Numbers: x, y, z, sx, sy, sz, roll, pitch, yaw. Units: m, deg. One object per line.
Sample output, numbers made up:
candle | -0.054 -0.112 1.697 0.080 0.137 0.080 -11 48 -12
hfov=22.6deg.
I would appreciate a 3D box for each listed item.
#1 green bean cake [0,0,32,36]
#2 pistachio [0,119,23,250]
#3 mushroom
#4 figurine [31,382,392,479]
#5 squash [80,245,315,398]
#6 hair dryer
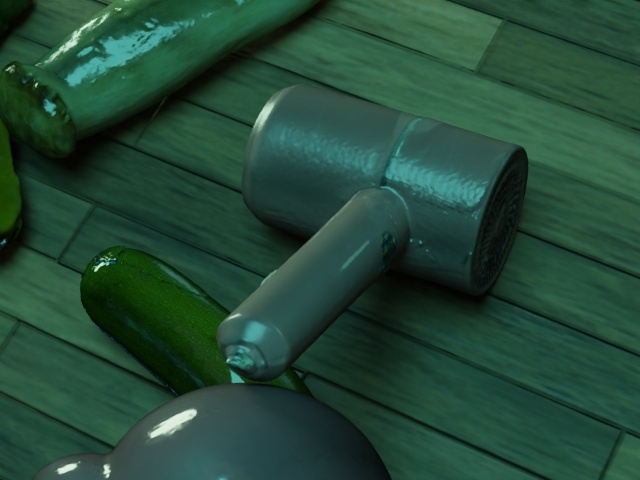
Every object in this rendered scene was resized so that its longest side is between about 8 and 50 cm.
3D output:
green bean cake | -0.401 -0.246 1.497 0.200 0.113 0.214 -43 64 -13
pistachio | -0.314 -0.051 1.415 0.089 0.049 0.173 -5 57 -18
mushroom | -0.136 -0.185 1.435 0.333 0.087 0.107 -34 66 -12
figurine | -0.040 0.215 1.092 0.211 0.269 0.261 -43 56 7
squash | -0.075 0.110 1.268 0.087 0.087 0.331 -42 64 -12
hair dryer | 0.000 0.000 1.209 0.210 0.125 0.352 19 31 20
